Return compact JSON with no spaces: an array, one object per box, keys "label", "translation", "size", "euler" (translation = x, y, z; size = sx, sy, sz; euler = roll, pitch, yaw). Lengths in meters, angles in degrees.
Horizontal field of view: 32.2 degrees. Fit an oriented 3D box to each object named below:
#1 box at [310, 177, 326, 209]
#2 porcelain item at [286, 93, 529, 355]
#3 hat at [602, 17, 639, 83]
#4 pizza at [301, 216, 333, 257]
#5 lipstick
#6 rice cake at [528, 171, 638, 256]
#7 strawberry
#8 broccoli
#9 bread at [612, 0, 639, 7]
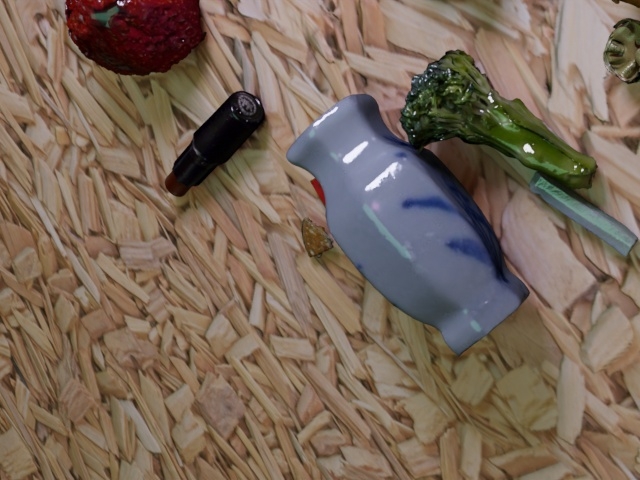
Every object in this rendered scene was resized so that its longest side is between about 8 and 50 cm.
[{"label":"box","translation":[0.046,-0.067,1.896],"size":[0.090,0.023,0.133],"euler":[-28,91,46]},{"label":"porcelain item","translation":[0.136,-0.026,1.693],"size":[0.178,0.242,0.405],"euler":[-40,84,18]},{"label":"hat","translation":[0.422,-0.252,1.471],"size":[0.076,0.059,0.077],"euler":[45,129,36]},{"label":"pizza","translation":[0.000,0.000,1.964],"size":[0.078,0.025,0.083],"euler":[21,130,37]},{"label":"lipstick","translation":[-0.202,-0.167,2.014],"size":[0.081,0.081,0.300],"euler":[56,136,4]},{"label":"rice cake","translation":[0.383,-0.039,1.624],"size":[0.180,0.030,0.042],"euler":[38,125,20]},{"label":"strawberry","translation":[-0.341,-0.404,1.920],"size":[0.274,0.220,0.274],"euler":[16,120,29]},{"label":"broccoli","translation":[0.261,-0.157,1.612],"size":[0.304,0.165,0.145],"euler":[28,119,14]},{"label":"bread","translation":[0.394,-0.358,1.372],"size":[0.251,0.174,0.133],"euler":[50,136,3]}]
